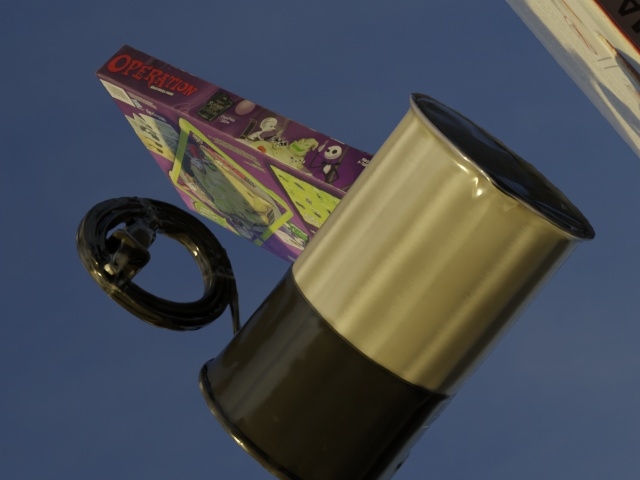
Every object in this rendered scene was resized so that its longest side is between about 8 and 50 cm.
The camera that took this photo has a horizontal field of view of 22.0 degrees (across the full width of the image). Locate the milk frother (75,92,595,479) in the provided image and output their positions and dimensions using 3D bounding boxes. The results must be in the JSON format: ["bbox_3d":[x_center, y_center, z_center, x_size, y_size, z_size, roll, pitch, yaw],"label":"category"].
[{"bbox_3d":[0.000,0.000,0.613,0.143,0.129,0.134,33,-76,-18],"label":"milk frother"}]

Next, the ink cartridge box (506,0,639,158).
[{"bbox_3d":[0.157,-0.073,0.717,0.060,0.239,0.275,-41,-89,3],"label":"ink cartridge box"}]

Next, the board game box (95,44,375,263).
[{"bbox_3d":[-0.039,-0.046,1.458,0.056,0.347,0.208,-45,-43,-19],"label":"board game box"}]
